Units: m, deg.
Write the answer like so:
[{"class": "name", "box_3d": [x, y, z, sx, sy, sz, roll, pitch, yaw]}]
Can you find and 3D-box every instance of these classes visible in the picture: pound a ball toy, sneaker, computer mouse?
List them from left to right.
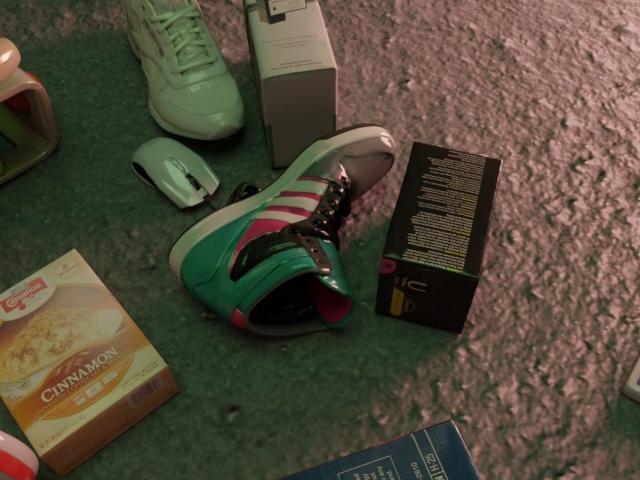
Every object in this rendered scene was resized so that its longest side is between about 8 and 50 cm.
[{"class": "pound a ball toy", "box_3d": [-0.443, -0.221, 0.933, 0.319, 0.208, 0.136, 35, 56, 23]}, {"class": "sneaker", "box_3d": [-0.194, -0.254, 0.986, 0.114, 0.152, 0.305, -24, 59, -17]}, {"class": "computer mouse", "box_3d": [-0.166, -0.074, 0.926, 0.193, 0.042, 0.106, 37, 64, 23]}, {"class": "sneaker", "box_3d": [0.000, 0.000, 0.818, 0.296, 0.123, 0.178, -35, 56, -12]}]

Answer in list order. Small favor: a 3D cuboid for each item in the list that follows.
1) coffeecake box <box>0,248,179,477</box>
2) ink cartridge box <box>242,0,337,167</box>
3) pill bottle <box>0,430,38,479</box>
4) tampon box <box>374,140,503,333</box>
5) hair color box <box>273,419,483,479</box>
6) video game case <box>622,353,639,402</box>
[{"class": "coffeecake box", "box_3d": [-0.260, 0.120, 0.778, 0.142, 0.068, 0.185, -36, 61, -20]}, {"class": "ink cartridge box", "box_3d": [-0.041, -0.228, 0.959, 0.093, 0.160, 0.219, -9, 55, -5]}, {"class": "pill bottle", "box_3d": [-0.357, 0.290, 0.606, 0.161, 0.161, 0.283, 9, 56, 7]}, {"class": "tampon box", "box_3d": [0.128, -0.003, 0.822, 0.102, 0.120, 0.161, 13, 56, 10]}, {"class": "hair color box", "box_3d": [-0.041, 0.271, 0.604, 0.347, 0.173, 0.105, -16, 56, -10]}, {"class": "video game case", "box_3d": [0.440, 0.126, 0.786, 0.183, 0.023, 0.201, 30, 62, 20]}]
